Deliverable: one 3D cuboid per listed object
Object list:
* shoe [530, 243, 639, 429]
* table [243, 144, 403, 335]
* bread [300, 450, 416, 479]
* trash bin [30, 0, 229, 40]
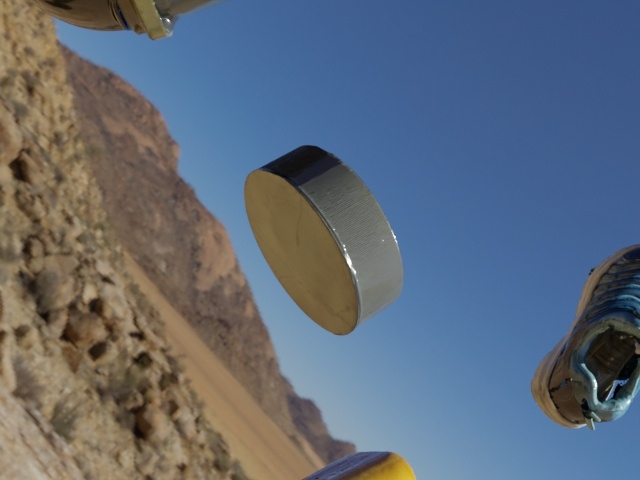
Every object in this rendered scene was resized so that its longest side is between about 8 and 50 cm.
[{"bbox_3d":[0.293,0.094,0.802,0.092,0.207,0.106,38,-15,-9],"label":"shoe"},{"bbox_3d":[0.000,0.000,0.592,0.133,0.043,0.133,45,-27,30],"label":"table"},{"bbox_3d":[-0.030,0.232,0.625,0.093,0.239,0.073,-18,-91,55],"label":"bread"},{"bbox_3d":[-0.115,-0.287,0.694,0.214,0.334,0.214,164,-90,-84],"label":"trash bin"}]
